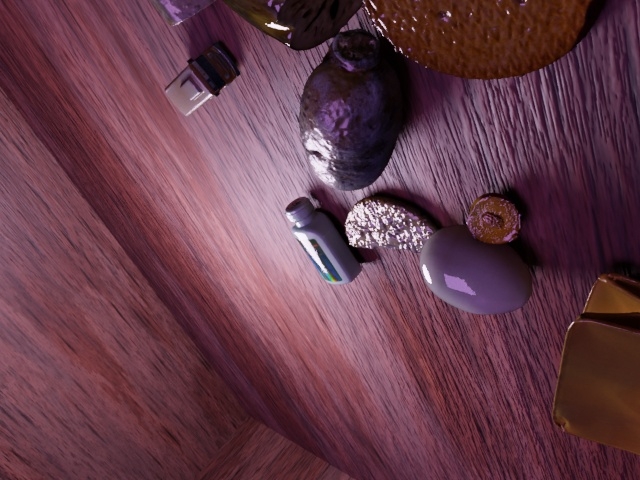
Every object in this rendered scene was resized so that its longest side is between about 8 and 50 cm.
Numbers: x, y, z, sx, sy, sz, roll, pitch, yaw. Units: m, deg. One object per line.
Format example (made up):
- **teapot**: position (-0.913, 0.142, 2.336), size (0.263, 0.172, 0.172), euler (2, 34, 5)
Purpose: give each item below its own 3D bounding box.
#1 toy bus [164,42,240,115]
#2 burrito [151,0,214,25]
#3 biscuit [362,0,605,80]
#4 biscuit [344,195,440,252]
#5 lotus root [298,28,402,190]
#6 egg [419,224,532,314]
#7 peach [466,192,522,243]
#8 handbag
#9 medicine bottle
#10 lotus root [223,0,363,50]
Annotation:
- **toy bus**: position (-0.259, -0.343, 1.413), size (0.091, 0.103, 0.182), euler (51, 153, -16)
- **burrito**: position (-0.326, -0.545, 1.212), size (0.299, 0.105, 0.143), euler (53, 156, -22)
- **biscuit**: position (0.189, -0.314, 0.798), size (0.305, 0.038, 0.305), euler (14, 152, 8)
- **biscuit**: position (0.140, -0.037, 1.379), size (0.289, 0.038, 0.141), euler (5, 134, 49)
- **lotus root**: position (0.052, -0.189, 1.133), size (0.175, 0.175, 0.349), euler (33, 155, 21)
- **egg**: position (0.281, 0.056, 1.190), size (0.209, 0.151, 0.151), euler (28, 151, 15)
- **peach**: position (0.300, -0.043, 1.120), size (0.098, 0.061, 0.098), euler (8, 124, 12)
- **handbag**: position (0.559, 0.238, 1.106), size (0.283, 0.133, 0.401), euler (22, 148, 27)
- **medicine bottle**: position (0.000, 0.000, 1.583), size (0.121, 0.083, 0.229), euler (6, 135, 55)
- **lotus root**: position (-0.087, -0.439, 0.883), size (0.346, 0.250, 0.250), euler (40, 154, 11)
